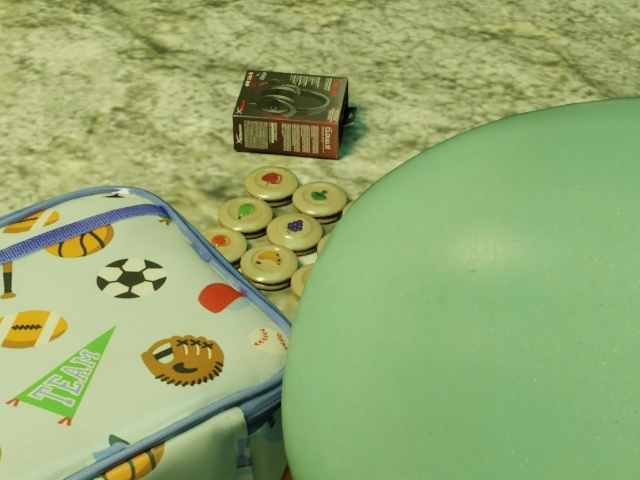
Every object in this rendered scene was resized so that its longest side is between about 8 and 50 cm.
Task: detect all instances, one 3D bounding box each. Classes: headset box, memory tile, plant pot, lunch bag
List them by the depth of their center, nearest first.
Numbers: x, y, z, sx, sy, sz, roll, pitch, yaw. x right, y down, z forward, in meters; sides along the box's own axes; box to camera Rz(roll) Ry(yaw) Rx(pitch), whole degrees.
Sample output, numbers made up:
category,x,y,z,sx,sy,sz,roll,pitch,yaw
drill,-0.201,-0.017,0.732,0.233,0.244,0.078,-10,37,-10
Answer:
category,x,y,z,sx,sy,sz,roll,pitch,yaw
plant pot,0.127,0.072,0.571,0.235,0.293,0.293,11,38,35
lunch bag,-0.174,0.087,0.668,0.303,0.115,0.243,-21,42,-26
memory tile,0.000,0.000,0.852,0.148,0.012,0.113,18,43,19
headset box,-0.016,-0.090,0.945,0.083,0.032,0.062,5,40,7
